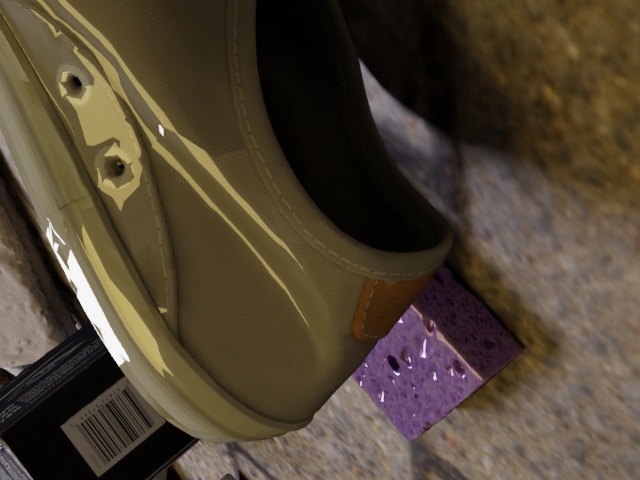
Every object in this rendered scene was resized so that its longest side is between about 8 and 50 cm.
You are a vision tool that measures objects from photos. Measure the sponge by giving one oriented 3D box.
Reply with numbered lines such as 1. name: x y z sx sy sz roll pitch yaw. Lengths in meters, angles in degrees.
1. sponge: 0.000 0.000 0.638 0.210 0.031 0.117 49 158 9

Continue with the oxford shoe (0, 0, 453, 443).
1. oxford shoe: -0.086 -0.140 0.487 0.130 0.169 0.449 -28 93 23

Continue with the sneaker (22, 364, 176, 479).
1. sneaker: -0.228 0.254 1.320 0.331 0.146 0.122 59 158 -14

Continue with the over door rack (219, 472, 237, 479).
1. over door rack: -0.030 0.380 1.173 0.239 0.108 0.324 40 155 25

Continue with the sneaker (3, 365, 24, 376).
1. sneaker: -0.326 0.108 1.364 0.061 0.054 0.152 6 156 5

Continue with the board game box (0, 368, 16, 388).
1. board game box: -0.370 0.166 1.452 0.194 0.060 0.194 28 -176 -29

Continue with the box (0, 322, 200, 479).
1. box: -0.199 0.152 1.095 0.108 0.153 0.207 55 159 -10

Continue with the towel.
1. towel: -0.345 0.009 1.172 0.187 0.049 0.282 -6 130 12
